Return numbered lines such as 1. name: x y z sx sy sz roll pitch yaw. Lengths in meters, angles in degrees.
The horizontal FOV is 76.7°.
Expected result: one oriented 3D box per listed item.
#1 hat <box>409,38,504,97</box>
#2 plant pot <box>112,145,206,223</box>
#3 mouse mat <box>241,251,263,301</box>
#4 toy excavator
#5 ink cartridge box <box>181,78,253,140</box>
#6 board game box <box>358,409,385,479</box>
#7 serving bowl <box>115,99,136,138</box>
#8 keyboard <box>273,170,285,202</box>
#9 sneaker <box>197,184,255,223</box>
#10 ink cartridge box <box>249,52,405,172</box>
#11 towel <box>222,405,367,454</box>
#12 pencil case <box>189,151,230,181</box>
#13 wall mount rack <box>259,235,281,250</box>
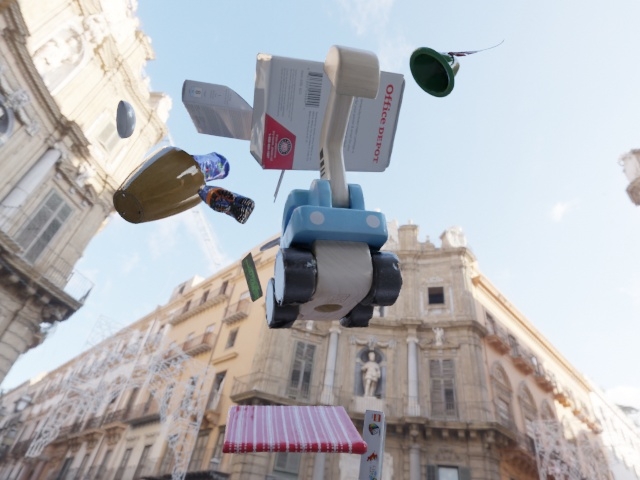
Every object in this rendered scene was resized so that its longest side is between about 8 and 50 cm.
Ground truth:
1. hat: 0.424 -0.585 1.311 0.208 0.183 0.173 43 -13 17
2. plant pot: -0.552 -0.161 1.353 0.236 0.254 0.238 10 -57 16
3. mouse mat: -0.287 0.155 1.685 0.007 0.190 0.152 -12 -13 -31
4. toy excavator: 0.016 -0.084 0.816 0.222 0.446 0.433 2 -28 -16
5. ink cartridge box: -0.293 -0.468 1.519 0.383 0.091 0.308 5 -7 -7
6. board game box: 0.128 0.608 1.030 0.053 0.306 0.193 4 -30 13
7. serving bowl: -0.428 -0.266 0.896 0.027 0.084 0.083 -4 -27 -40
8. keyboard: -0.118 -0.252 1.372 0.014 0.072 0.256 15 -70 -14
9. sneaker: -0.265 -0.113 1.164 0.087 0.083 0.221 31 -2 26
10. ink cartridge box: 0.014 -0.347 1.134 0.383 0.160 0.280 -2 -64 -23
11. towel: -0.056 0.390 0.836 0.274 0.031 0.199 5 -3 -9
12. pencil case: -0.514 -0.315 1.741 0.119 0.306 0.133 10 -74 18
13. wall mount rack: 0.000 0.000 1.250 0.349 0.131 0.304 -26 -3 3
